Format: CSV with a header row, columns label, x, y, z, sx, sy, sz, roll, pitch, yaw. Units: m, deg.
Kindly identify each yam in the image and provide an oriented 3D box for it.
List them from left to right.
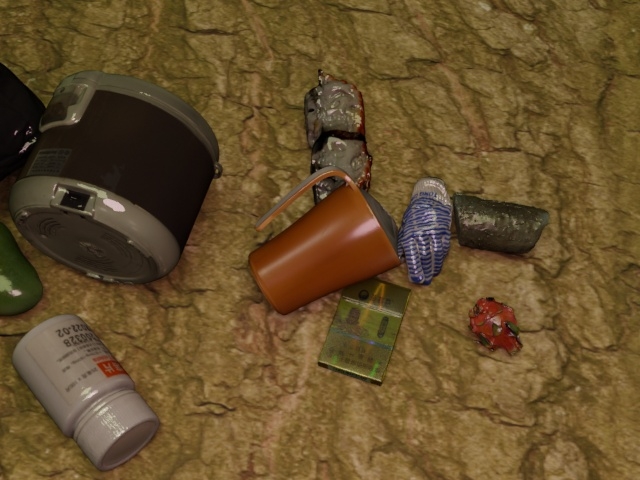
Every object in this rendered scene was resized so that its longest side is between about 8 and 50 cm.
label,x,y,z,sx,sy,sz,roll,pitch,yaw
yam,0.339,-0.029,1.518,0.183,0.107,0.107,8,61,2

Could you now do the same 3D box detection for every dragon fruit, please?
label,x,y,z,sx,sy,sz,roll,pitch,yaw
dragon fruit,0.320,0.157,1.427,0.116,0.086,0.081,40,30,11

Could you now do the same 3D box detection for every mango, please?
label,x,y,z,sx,sy,sz,roll,pitch,yaw
mango,-0.622,0.049,1.459,0.251,0.114,0.156,44,61,11

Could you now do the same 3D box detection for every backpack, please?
label,x,y,z,sx,sy,sz,roll,pitch,yaw
backpack,-0.749,-0.179,1.477,0.446,0.254,0.363,-42,34,-13

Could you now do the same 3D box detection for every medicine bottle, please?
label,x,y,z,sx,sy,sz,roll,pitch,yaw
medicine bottle,-0.394,0.253,1.328,0.144,0.144,0.252,-36,66,-19

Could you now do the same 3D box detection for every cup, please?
label,x,y,z,sx,sy,sz,roll,pitch,yaw
cup,0.000,0.000,1.423,0.264,0.226,0.182,-30,23,1

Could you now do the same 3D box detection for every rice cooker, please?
label,x,y,z,sx,sy,sz,roll,pitch,yaw
rice cooker,-0.368,-0.120,1.435,0.335,0.335,0.325,14,63,7

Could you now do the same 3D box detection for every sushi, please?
label,x,y,z,sx,sy,sz,roll,pitch,yaw
sushi,0.032,-0.185,1.584,0.130,0.124,0.332,3,63,-8

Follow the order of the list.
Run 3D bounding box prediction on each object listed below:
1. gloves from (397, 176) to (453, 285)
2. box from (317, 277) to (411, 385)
label,x,y,z,sx,sy,sz,roll,pitch,yaw
gloves,0.198,-0.019,1.523,0.119,0.097,0.229,-9,62,29
box,0.083,0.158,1.451,0.121,0.030,0.193,17,63,8
